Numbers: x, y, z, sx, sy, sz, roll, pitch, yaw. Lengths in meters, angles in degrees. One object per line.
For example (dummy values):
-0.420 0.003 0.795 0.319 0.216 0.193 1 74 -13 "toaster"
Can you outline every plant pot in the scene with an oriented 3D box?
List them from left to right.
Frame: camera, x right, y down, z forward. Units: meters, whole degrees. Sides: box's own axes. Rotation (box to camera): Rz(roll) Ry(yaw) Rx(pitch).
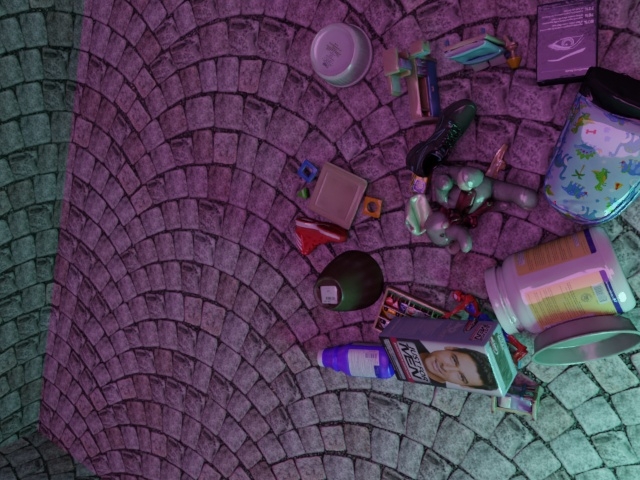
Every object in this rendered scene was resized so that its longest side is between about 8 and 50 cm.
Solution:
0.076 0.156 1.729 0.215 0.230 0.216 4 100 26 "plant pot"

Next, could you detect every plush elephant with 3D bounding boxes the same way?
0.404 -0.081 1.504 0.330 0.271 0.256 32 106 61 "plush elephant"

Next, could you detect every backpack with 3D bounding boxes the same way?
0.736 -0.215 1.324 0.290 0.273 0.356 31 141 17 "backpack"

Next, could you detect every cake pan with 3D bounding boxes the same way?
0.726 0.278 1.403 0.293 0.293 0.054 -23 55 28 "cake pan"

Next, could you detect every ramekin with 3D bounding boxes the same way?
0.062 -0.620 1.692 0.207 0.109 0.207 4 100 26 "ramekin"

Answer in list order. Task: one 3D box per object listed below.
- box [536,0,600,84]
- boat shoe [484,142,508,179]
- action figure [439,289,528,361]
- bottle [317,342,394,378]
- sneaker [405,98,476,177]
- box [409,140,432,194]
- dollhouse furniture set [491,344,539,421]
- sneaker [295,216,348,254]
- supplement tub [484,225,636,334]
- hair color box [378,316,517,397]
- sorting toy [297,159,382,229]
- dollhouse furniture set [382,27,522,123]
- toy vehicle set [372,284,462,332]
0.672 -0.537 1.389 0.153 0.108 0.207 2 99 27 "box"
0.538 -0.227 1.540 0.045 0.050 0.135 30 120 17 "boat shoe"
0.484 0.273 1.570 0.139 0.091 0.280 -39 54 1 "action figure"
0.127 0.426 1.819 0.282 0.092 0.118 -4 95 28 "bottle"
0.367 -0.291 1.494 0.101 0.106 0.267 29 112 -24 "sneaker"
0.331 -0.233 1.636 0.054 0.059 0.169 13 103 23 "box"
0.597 0.430 1.556 0.129 0.129 0.184 1 98 27 "dollhouse furniture set"
0.000 0.000 1.842 0.221 0.087 0.128 22 116 36 "sneaker"
0.657 0.122 1.417 0.331 0.241 0.241 -23 87 28 "supplement tub"
0.378 0.345 1.556 0.374 0.113 0.186 -6 116 46 "hair color box"
0.065 -0.159 1.795 0.347 0.047 0.196 29 114 21 "sorting toy"
0.386 -0.464 1.447 0.303 0.286 0.198 -6 95 39 "dollhouse furniture set"
0.324 0.281 1.728 0.266 0.035 0.166 23 107 23 "toy vehicle set"
